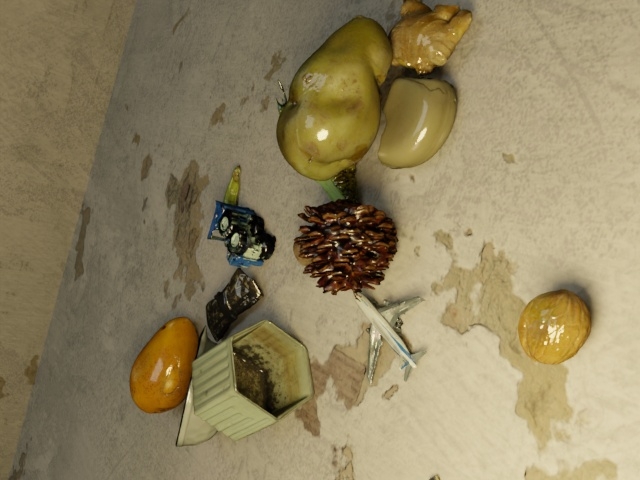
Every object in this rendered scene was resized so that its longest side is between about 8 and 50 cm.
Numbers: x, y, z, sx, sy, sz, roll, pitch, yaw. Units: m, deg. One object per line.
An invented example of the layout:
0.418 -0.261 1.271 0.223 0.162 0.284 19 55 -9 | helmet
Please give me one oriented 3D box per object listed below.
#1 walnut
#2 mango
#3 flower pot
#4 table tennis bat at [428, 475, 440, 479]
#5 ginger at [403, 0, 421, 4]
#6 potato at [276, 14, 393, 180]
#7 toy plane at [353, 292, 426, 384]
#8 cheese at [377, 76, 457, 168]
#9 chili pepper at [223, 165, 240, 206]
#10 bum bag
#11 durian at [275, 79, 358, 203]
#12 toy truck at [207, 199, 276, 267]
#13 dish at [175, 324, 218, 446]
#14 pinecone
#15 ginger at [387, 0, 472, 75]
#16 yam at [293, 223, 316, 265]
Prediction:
0.356 0.134 1.016 0.105 0.105 0.124 42 113 48 | walnut
-0.435 0.357 1.901 0.191 0.160 0.290 11 79 59 | mango
-0.157 0.316 1.513 0.190 0.239 0.209 -38 22 41 | flower pot
0.225 0.482 1.143 0.095 0.014 0.158 -48 47 33 | table tennis bat
0.198 -0.536 1.472 0.048 0.030 0.097 -18 67 49 | ginger
0.037 -0.293 1.377 0.218 0.203 0.351 -179 109 -84 | potato
0.129 0.176 1.321 0.226 0.058 0.226 -62 36 25 | toy plane
0.186 -0.237 1.349 0.175 0.091 0.202 36 108 52 | cheese
-0.254 -0.114 1.902 0.049 0.043 0.208 -35 52 56 | chili pepper
-0.240 0.168 1.774 0.102 0.069 0.248 48 122 6 | bum bag
0.007 -0.211 1.532 0.375 0.107 0.132 59 152 14 | durian
-0.215 -0.012 1.765 0.126 0.113 0.208 -58 40 24 | toy truck
-0.275 0.382 1.671 0.303 0.120 0.303 -166 90 -83 | dish
0.049 0.016 1.346 0.221 0.221 0.221 -19 65 47 | pinecone
0.206 -0.418 1.369 0.216 0.102 0.157 30 98 52 | ginger
-0.001 -0.003 1.519 0.127 0.084 0.084 -35 54 39 | yam
